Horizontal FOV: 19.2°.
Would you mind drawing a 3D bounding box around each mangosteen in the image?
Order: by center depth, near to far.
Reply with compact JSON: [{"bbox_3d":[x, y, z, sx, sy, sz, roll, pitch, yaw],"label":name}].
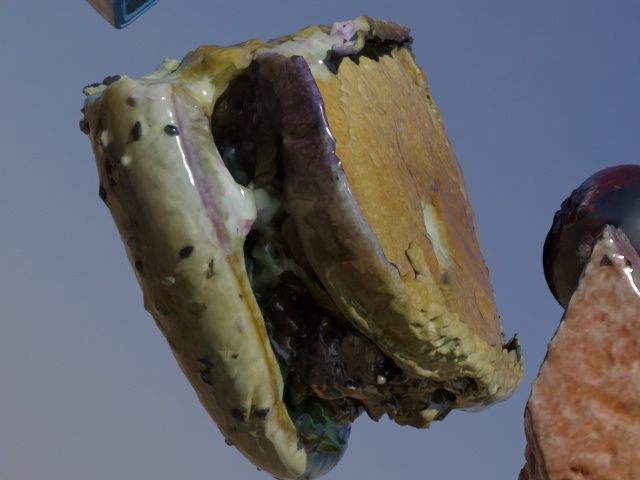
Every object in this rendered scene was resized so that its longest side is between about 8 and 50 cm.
[{"bbox_3d":[0.145,0.006,0.888,0.081,0.081,0.081,38,-13,10],"label":"mangosteen"}]

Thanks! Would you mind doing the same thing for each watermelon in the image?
[{"bbox_3d":[0.133,0.115,0.684,0.257,0.139,0.193,63,2,-6],"label":"watermelon"}]

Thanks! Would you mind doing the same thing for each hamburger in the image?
[{"bbox_3d":[0.000,0.000,1.169,0.318,0.195,0.277,3,69,-77],"label":"hamburger"}]

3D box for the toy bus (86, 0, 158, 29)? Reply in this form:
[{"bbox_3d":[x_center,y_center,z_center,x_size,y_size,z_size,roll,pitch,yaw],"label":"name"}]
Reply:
[{"bbox_3d":[-0.147,-0.241,1.030,0.234,0.133,0.116,45,-18,9],"label":"toy bus"}]
